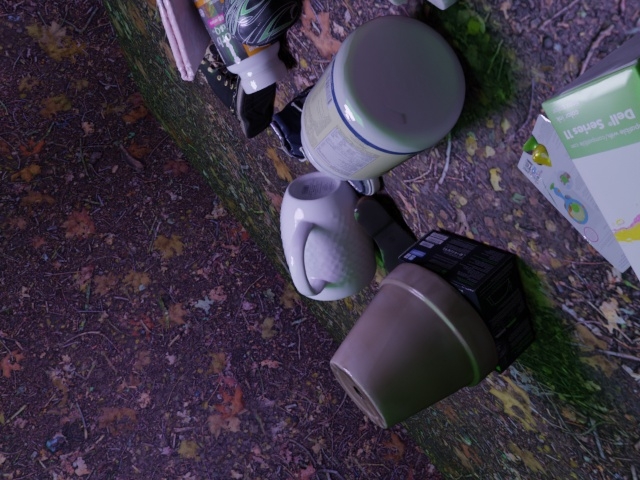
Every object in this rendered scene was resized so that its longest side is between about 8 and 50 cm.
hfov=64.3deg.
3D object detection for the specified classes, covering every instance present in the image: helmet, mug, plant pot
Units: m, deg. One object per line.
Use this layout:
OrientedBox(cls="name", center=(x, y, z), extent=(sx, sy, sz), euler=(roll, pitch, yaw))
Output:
OrientedBox(cls="helmet", center=(-0.147, -0.543, 1.193), extent=(0.169, 0.161, 0.169), euler=(46, 160, 22))
OrientedBox(cls="mug", center=(0.000, 0.000, 1.513), extent=(0.276, 0.374, 0.328), euler=(3, 128, 21))
OrientedBox(cls="plant pot", center=(0.184, 0.258, 1.159), extent=(0.323, 0.280, 0.323), euler=(46, 160, 22))

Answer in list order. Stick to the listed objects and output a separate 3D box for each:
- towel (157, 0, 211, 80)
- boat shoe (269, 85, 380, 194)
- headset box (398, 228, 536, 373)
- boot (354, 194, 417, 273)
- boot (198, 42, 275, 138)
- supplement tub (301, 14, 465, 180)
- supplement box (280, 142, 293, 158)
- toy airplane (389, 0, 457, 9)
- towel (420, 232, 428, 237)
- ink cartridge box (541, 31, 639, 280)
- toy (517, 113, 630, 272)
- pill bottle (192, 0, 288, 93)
OrientedBox(cls="towel", center=(-0.349, -0.654, 1.351), extent=(0.053, 0.332, 0.317), euler=(6, 147, 8))
OrientedBox(cls="boat shoe", center=(0.006, -0.236, 1.374), extent=(0.340, 0.158, 0.127), euler=(54, 163, 4))
OrientedBox(cls="headset box", center=(0.347, 0.144, 1.208), extent=(0.246, 0.131, 0.283), euler=(26, 149, 54))
OrientedBox(cls="boot", center=(0.204, -0.003, 1.443), extent=(0.305, 0.112, 0.115), euler=(55, -166, -14))
OrientedBox(cls="boot", center=(-0.279, -0.525, 1.653), extent=(0.284, 0.138, 0.377), euler=(52, 168, 9))
OrientedBox(cls="supplement tub", center=(0.096, -0.247, 0.978), extent=(0.235, 0.235, 0.325), euler=(56, 163, -4))
OrientedBox(cls="supplement box", center=(-0.078, -0.315, 1.577), extent=(0.056, 0.083, 0.083), euler=(45, 162, 32))
OrientedBox(cls="toy airplane", center=(0.093, -0.478, 0.598), extent=(0.386, 0.272, 0.384), euler=(44, -160, 5))
OrientedBox(cls="towel", center=(0.294, 0.004, 1.308), extent=(0.060, 0.009, 0.083), euler=(57, 164, -10))
OrientedBox(cls="ink cartridge box", center=(0.416, -0.053, 0.532), extent=(0.353, 0.207, 0.119), euler=(58, 162, -7))
OrientedBox(cls="toy", center=(0.408, -0.080, 0.767), extent=(0.237, 0.056, 0.137), euler=(52, 167, 25))
OrientedBox(cls="pill bottle", center=(-0.205, -0.546, 1.349), extent=(0.162, 0.162, 0.278), euler=(22, 144, 61))
